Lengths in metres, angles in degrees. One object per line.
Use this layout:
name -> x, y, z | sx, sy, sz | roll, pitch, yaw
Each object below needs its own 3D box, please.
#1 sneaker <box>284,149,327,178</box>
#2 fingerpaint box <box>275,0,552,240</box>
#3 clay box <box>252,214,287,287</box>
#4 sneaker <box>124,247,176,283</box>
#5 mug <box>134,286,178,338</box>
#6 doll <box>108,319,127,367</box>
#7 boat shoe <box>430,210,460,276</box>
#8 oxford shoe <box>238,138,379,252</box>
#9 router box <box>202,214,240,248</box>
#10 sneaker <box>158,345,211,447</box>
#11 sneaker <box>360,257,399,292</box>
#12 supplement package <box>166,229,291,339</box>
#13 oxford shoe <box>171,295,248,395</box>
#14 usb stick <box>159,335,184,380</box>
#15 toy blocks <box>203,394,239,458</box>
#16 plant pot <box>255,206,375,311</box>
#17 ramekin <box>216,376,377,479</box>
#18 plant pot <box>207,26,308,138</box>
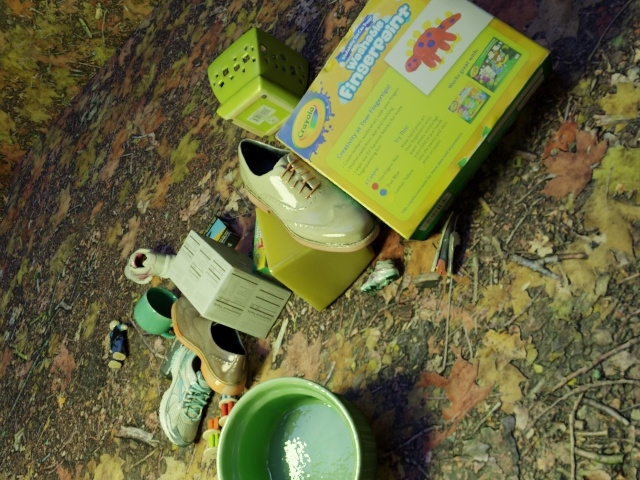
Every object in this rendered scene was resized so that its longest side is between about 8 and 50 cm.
sneaker -> -0.042, -0.207, 1.793 | 0.270, 0.145, 0.090 | -40, 43, 26
fingerpaint box -> 0.189, -0.282, 1.432 | 0.371, 0.163, 0.444 | 39, 101, 17
clay box -> -0.106, -0.004, 1.761 | 0.053, 0.127, 0.222 | -25, 51, 37
sneaker -> -0.585, 0.074, 2.274 | 0.252, 0.111, 0.102 | -15, 58, 44
mug -> -0.489, 0.228, 2.061 | 0.097, 0.129, 0.157 | -48, 41, 23
doll -> -0.672, 0.330, 2.276 | 0.129, 0.046, 0.189 | -58, 31, 21
boat shoe -> 0.263, 0.006, 1.406 | 0.043, 0.049, 0.137 | 16, 75, 9
oxford shoe -> -0.046, -0.099, 1.464 | 0.397, 0.146, 0.140 | 28, 64, 35
router box -> -0.323, 0.028, 2.055 | 0.179, 0.046, 0.133 | -57, 39, 7
sneaker -> -0.342, 0.398, 1.815 | 0.122, 0.110, 0.283 | -24, 52, 34
sneaker -> 0.128, 0.072, 1.527 | 0.098, 0.038, 0.069 | -29, 47, 23
supplement package -> -0.241, 0.112, 1.785 | 0.145, 0.204, 0.262 | -59, 38, 3
oxford shoe -> -0.280, 0.237, 1.801 | 0.364, 0.130, 0.132 | 44, 122, 41
usb stick -> -0.385, 0.269, 1.987 | 0.077, 0.045, 0.278 | 27, 90, 51
toy blocks -> -0.247, 0.450, 1.717 | 0.123, 0.054, 0.148 | -45, 35, 30
plant pot -> 0.000, 0.000, 1.592 | 0.187, 0.212, 0.212 | -31, 46, 16
ramekin -> -0.036, 0.425, 1.346 | 0.304, 0.148, 0.303 | -7, 72, 23
plant pot -> -0.178, -0.446, 2.031 | 0.228, 0.227, 0.207 | -29, 55, 35
